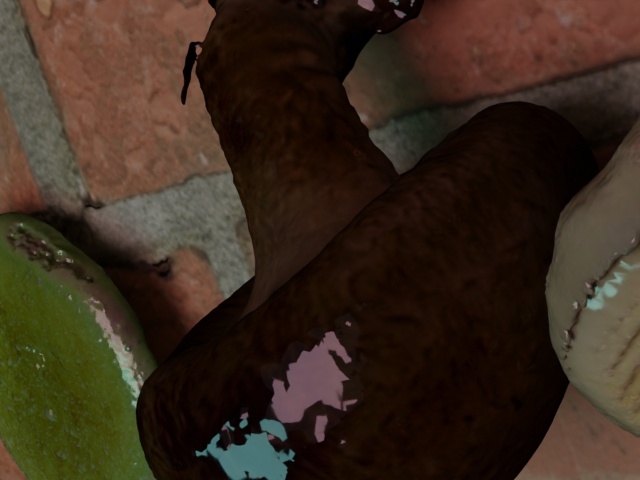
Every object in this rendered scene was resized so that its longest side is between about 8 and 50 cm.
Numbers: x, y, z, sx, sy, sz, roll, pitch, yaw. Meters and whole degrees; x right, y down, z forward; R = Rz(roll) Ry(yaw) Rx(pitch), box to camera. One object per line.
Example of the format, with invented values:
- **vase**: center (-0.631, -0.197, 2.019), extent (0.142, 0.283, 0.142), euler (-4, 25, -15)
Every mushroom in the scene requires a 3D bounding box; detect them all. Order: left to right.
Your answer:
- **mushroom**: center (0.017, 0.003, 1.193), extent (0.331, 0.334, 0.356), euler (-7, 114, 44)

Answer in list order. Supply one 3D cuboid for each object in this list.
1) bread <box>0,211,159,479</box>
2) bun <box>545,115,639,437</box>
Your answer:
- **bread**: center (-0.219, 0.122, 1.623), extent (0.301, 0.045, 0.301), euler (31, 133, 40)
- **bun**: center (0.251, 0.002, 1.030), extent (0.287, 0.287, 0.146), euler (-51, 30, 44)
